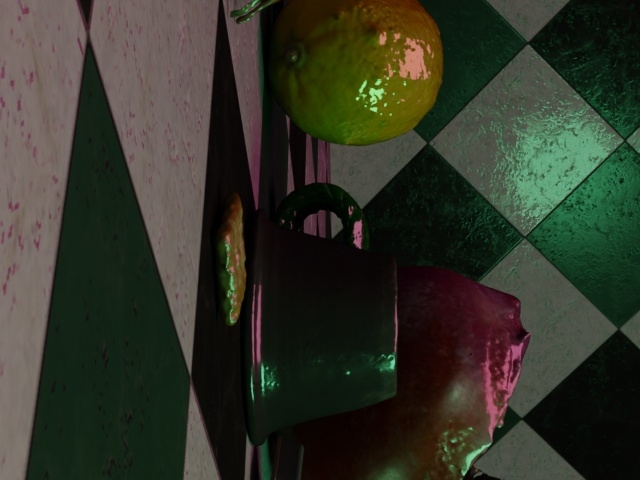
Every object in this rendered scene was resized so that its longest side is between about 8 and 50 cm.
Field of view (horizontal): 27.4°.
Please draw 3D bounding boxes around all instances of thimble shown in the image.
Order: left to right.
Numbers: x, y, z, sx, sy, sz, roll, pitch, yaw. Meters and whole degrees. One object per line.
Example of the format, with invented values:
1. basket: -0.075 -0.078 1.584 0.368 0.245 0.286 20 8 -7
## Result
1. thimble: 0.000 0.000 1.555 0.090 0.118 0.130 51 17 -80

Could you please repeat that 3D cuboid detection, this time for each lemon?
1. lemon: 0.038 -0.202 1.491 0.231 0.192 0.192 -5 96 -46

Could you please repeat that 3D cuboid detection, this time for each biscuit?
1. biscuit: -0.071 0.014 1.040 0.081 0.018 0.083 -85 173 -61

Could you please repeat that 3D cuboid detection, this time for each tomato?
1. tomato: 0.065 0.157 1.455 0.176 0.335 0.289 39 38 -24

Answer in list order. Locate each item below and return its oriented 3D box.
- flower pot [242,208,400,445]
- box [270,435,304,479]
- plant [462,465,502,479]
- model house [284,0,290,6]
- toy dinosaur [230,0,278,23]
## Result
1. flower pot: 0.005 0.085 1.305 0.235 0.148 0.235 0 90 -89
2. box: -0.040 0.268 1.320 0.091 0.031 0.126 -83 -178 -64
3. plant: 0.122 0.392 2.030 0.215 0.312 0.213 -93 -176 -60
4. model house: 0.028 -0.359 1.702 0.244 0.169 0.326 -80 168 -87
5. toy dinosaur: -0.028 -0.282 1.137 0.206 0.113 0.327 -51 174 28
